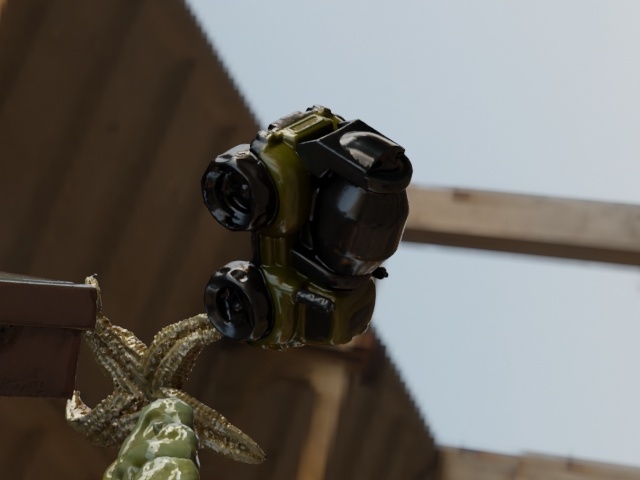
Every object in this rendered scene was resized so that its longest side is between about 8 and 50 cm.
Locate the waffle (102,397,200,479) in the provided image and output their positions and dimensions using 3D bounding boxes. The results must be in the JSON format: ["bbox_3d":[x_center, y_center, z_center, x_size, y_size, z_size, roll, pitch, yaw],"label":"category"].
[{"bbox_3d":[-0.122,0.255,1.096,0.309,0.056,0.292,-103,31,-64],"label":"waffle"}]

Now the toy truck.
[{"bbox_3d":[0.000,0.000,1.678,0.147,0.165,0.224,-29,-48,-47],"label":"toy truck"}]

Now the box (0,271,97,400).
[{"bbox_3d":[-0.310,0.057,1.379,0.215,0.215,0.086,7,-90,-50],"label":"box"}]

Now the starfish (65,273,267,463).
[{"bbox_3d":[-0.149,0.148,1.824,0.062,0.235,0.277,-12,-103,-56],"label":"starfish"}]
